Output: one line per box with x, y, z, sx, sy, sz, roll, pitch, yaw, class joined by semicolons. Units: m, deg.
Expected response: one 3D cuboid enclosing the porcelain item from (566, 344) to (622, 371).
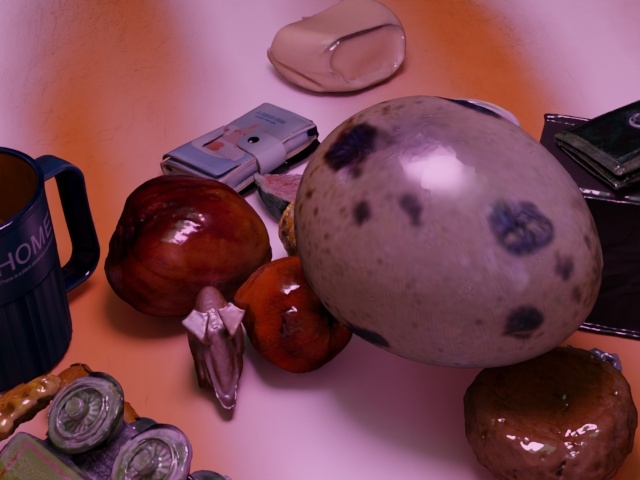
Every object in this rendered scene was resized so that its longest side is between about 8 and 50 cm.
0.390;0.171;1.746;0.083;0.028;0.036;15;58;21;porcelain item

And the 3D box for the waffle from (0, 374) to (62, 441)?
-0.452;0.259;1.579;0.291;0.051;0.291;-35;7;5;waffle

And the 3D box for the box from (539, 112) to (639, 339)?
0.474;-0.014;1.794;0.345;0.251;0.204;9;39;17;box

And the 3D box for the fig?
-0.206;0.006;1.877;0.263;0.224;0.224;-19;39;-19;fig

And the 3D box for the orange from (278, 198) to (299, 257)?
0.000;0.000;1.917;0.134;0.156;0.156;-43;37;14;orange

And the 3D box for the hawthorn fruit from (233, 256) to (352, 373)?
-0.044;0.104;1.765;0.179;0.173;0.173;27;47;26;hawthorn fruit

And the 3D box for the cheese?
0.035;-0.393;2.446;0.266;0.127;0.233;-25;39;-28;cheese

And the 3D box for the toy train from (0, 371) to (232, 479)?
-0.256;0.319;1.460;0.307;0.173;0.249;28;73;36;toy train

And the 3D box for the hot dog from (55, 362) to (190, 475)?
-0.271;0.267;1.657;0.083;0.068;0.289;-44;53;-11;hot dog

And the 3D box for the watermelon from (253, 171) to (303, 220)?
-0.029;-0.069;2.077;0.139;0.071;0.187;-19;31;-29;watermelon

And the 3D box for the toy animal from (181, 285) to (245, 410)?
-0.148;0.159;1.760;0.089;0.179;0.188;-8;74;-6;toy animal

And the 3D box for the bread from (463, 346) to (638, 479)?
0.295;0.241;1.586;0.230;0.123;0.230;-5;38;4;bread

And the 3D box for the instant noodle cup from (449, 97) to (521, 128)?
0.219;-0.096;1.972;0.264;0.200;0.264;-4;36;3;instant noodle cup

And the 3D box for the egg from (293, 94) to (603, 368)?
0.163;-0.008;1.596;0.428;0.345;0.345;27;47;37;egg

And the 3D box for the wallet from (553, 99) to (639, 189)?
0.471;-0.153;1.734;0.236;0.055;0.160;-19;34;-18;wallet

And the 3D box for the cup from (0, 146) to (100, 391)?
-0.491;0.029;1.803;0.242;0.292;0.308;3;37;9;cup

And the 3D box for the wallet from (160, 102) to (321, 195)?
-0.139;-0.161;2.202;0.250;0.075;0.176;-32;39;-32;wallet
